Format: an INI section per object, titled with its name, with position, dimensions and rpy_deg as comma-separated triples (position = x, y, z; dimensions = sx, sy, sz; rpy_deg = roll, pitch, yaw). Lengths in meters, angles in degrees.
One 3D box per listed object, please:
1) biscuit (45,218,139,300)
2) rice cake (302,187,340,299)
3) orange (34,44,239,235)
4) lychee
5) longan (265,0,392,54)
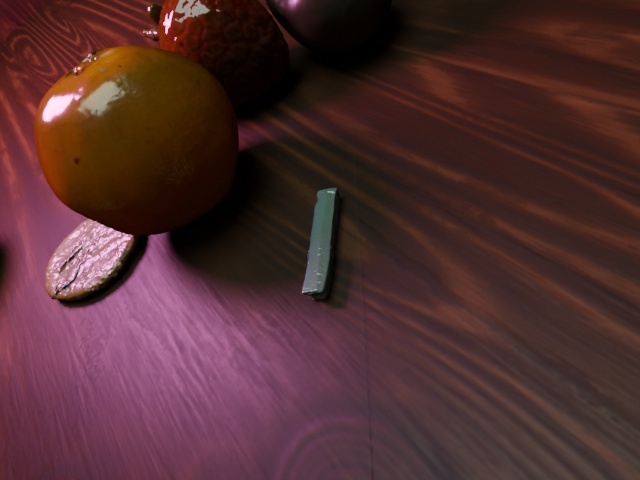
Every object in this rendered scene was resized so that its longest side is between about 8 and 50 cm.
[biscuit]
position = -0.424, 0.020, 0.931
dimensions = 0.220, 0.033, 0.219
rpy_deg = -16, 48, 19
[rice cake]
position = 0.000, 0.000, 0.692
dimensions = 0.042, 0.030, 0.180
rpy_deg = -7, 52, 20
[orange]
position = -0.282, -0.158, 0.805
dimensions = 0.313, 0.312, 0.311
rpy_deg = -16, 49, 20
[lychee]
position = -0.207, -0.381, 0.972
dimensions = 0.300, 0.255, 0.255
rpy_deg = 33, 74, 7
[longan]
position = 0.018, -0.452, 0.911
dimensions = 0.246, 0.215, 0.246
rpy_deg = -23, 29, 14
